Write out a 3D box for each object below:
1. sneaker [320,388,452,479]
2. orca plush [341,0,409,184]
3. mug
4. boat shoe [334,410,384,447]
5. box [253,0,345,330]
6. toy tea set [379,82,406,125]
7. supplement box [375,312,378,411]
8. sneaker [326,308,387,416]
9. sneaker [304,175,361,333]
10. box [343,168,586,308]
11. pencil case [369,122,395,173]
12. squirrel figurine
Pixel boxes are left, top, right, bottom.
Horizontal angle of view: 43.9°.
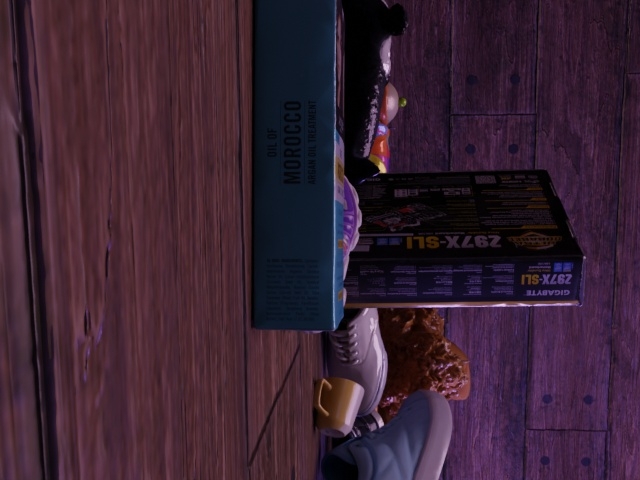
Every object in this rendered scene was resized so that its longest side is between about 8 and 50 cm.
[{"bbox_3d":[0.087,0.306,1.117,0.135,0.150,0.366,-63,177,26],"label":"sneaker"},{"bbox_3d":[0.007,-0.199,0.890,0.151,0.102,0.287,-10,-118,50],"label":"orca plush"},{"bbox_3d":[0.014,0.215,1.023,0.062,0.078,0.064,-40,-149,53],"label":"mug"},{"bbox_3d":[0.051,0.394,1.377,0.079,0.084,0.233,-23,128,-43],"label":"boat shoe"},{"bbox_3d":[-0.013,-0.058,0.604,0.100,0.060,0.244,-3,94,-85],"label":"box"},{"bbox_3d":[0.111,-0.374,1.607,0.200,0.124,0.335,-63,153,-78],"label":"toy tea set"},{"bbox_3d":[0.062,0.218,1.359,0.233,0.080,0.078,88,8,-49],"label":"supplement box"},{"bbox_3d":[0.038,0.129,1.142,0.091,0.094,0.258,-6,92,-67],"label":"sneaker"},{"bbox_3d":[0.000,0.000,0.742,0.071,0.068,0.169,67,24,-63],"label":"sneaker"},{"bbox_3d":[0.157,-0.009,1.042,0.257,0.322,0.079,-82,169,-60],"label":"box"},{"bbox_3d":[0.078,-0.099,1.419,0.104,0.105,0.236,61,31,-79],"label":"pencil case"},{"bbox_3d":[0.162,0.333,1.649,0.370,0.281,0.396,-66,163,-46],"label":"squirrel figurine"}]
